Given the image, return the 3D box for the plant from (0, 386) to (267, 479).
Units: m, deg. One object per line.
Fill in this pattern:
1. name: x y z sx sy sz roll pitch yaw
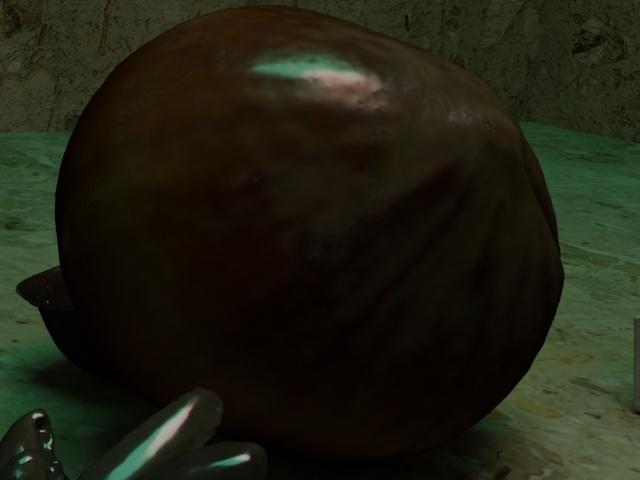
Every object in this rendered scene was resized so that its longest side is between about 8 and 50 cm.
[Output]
1. plant: -0.129 0.183 0.448 0.321 0.194 0.182 -17 6 -41

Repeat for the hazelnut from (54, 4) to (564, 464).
1. hazelnut: 0.000 0.000 0.917 0.409 0.359 0.359 20 5 -27

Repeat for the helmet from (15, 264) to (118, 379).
1. helmet: -0.184 0.075 1.068 0.175 0.106 0.155 -11 19 -30

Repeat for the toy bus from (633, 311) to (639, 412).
1. toy bus: 0.368 0.026 1.064 0.139 0.301 0.113 6 15 33
